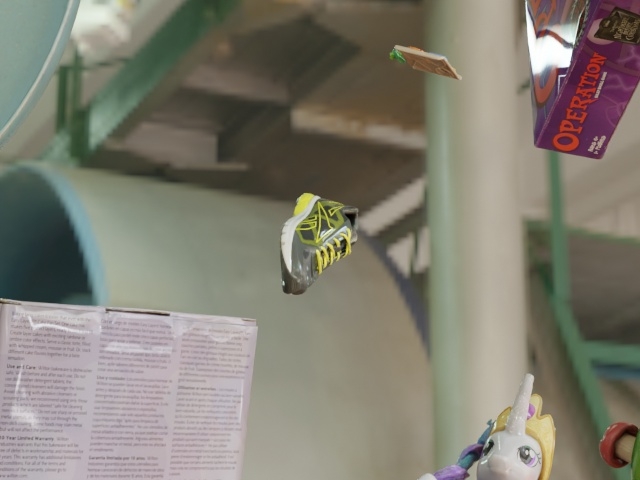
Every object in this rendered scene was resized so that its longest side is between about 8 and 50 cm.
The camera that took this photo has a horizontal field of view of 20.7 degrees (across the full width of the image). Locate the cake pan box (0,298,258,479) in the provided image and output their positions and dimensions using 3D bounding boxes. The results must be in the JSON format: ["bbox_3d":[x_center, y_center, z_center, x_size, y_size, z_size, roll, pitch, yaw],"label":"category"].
[{"bbox_3d":[-0.160,0.169,1.292,0.070,0.246,0.267,6,0,43],"label":"cake pan box"}]

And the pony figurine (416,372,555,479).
[{"bbox_3d":[0.145,0.335,1.582,0.302,0.351,0.363,5,20,21],"label":"pony figurine"}]

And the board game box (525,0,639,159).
[{"bbox_3d":[0.168,-0.243,1.031,0.056,0.347,0.208,7,-42,-5],"label":"board game box"}]

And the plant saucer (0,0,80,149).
[{"bbox_3d":[-0.265,-0.142,1.058,0.317,0.318,0.043,-9,-21,24],"label":"plant saucer"}]

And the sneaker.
[{"bbox_3d":[0.000,0.000,0.905,0.035,0.083,0.031,4,-57,9],"label":"sneaker"}]

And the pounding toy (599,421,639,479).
[{"bbox_3d":[0.376,0.184,1.848,0.183,0.237,0.110,4,15,-40],"label":"pounding toy"}]

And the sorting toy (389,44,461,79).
[{"bbox_3d":[0.101,-0.188,1.807,0.083,0.012,0.062,18,-7,29],"label":"sorting toy"}]
